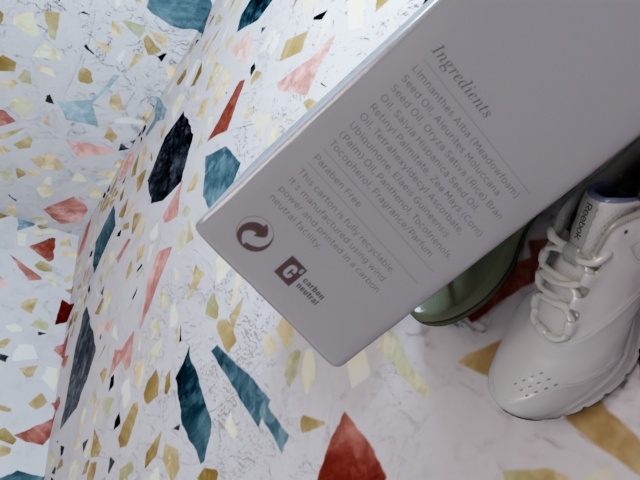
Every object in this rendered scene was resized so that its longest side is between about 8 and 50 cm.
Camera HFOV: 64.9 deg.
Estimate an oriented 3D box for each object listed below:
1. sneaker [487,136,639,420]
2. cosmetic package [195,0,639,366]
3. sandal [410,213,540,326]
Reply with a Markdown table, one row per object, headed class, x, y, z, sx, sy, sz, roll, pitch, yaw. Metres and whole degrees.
| class | x | y | z | sx | sy | sz | roll | pitch | yaw |
| --- | --- | --- | --- | --- | --- | --- | --- | --- | --- |
| sneaker | 0.222 | 0.019 | 0.412 | 0.297 | 0.129 | 0.111 | -61 | 37 | 13 |
| cosmetic package | 0.129 | -0.129 | 0.426 | 0.453 | 0.161 | 0.230 | -41 | 13 | 13 |
| sandal | 0.177 | -0.043 | 0.541 | 0.303 | 0.086 | 0.120 | -57 | 36 | 17 |
